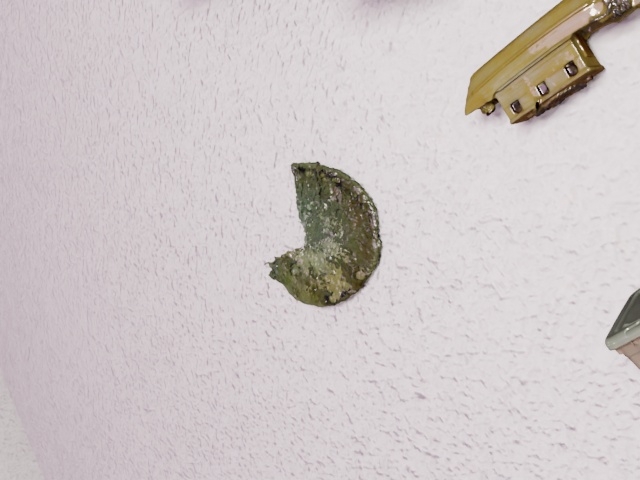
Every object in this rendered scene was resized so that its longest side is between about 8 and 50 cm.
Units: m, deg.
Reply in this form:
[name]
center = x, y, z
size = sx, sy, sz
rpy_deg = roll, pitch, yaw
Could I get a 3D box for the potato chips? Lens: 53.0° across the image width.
[potato chips]
center = -0.003, 0.001, 0.924
size = 0.202, 0.029, 0.219
rpy_deg = 40, 123, 28

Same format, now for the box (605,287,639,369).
[box]
center = 0.314, 0.070, 0.562
size = 0.062, 0.122, 0.089
rpy_deg = 51, 130, 10

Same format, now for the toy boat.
[toy boat]
center = 0.229, -0.177, 0.633
size = 0.200, 0.057, 0.077
rpy_deg = -36, 78, 42
